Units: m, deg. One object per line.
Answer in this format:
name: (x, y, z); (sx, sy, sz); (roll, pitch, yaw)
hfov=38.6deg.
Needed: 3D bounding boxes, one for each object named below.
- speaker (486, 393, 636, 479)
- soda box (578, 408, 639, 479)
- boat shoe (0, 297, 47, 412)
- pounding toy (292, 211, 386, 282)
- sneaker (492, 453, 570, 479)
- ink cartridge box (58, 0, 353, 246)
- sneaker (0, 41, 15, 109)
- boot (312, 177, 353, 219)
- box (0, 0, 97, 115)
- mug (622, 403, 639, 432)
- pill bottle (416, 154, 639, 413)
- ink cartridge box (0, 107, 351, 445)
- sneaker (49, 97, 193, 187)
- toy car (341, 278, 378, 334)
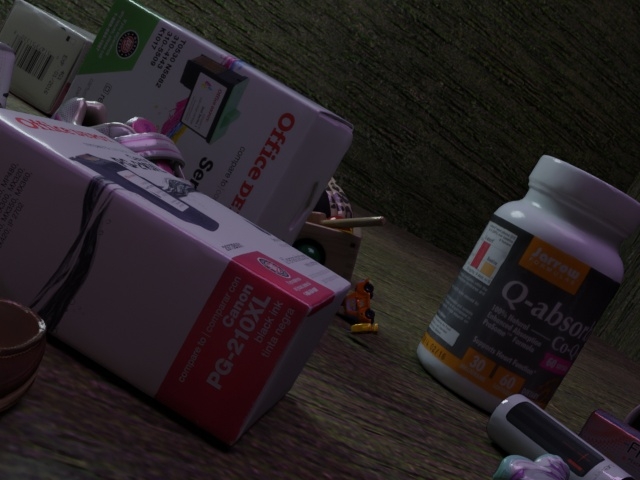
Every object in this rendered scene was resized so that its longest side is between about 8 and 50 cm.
speaker: (0.218, 0.199, 0.833); (0.055, 0.055, 0.136); (23, 10, -43)
soda box: (0.358, 0.254, 0.970); (0.183, 0.063, 0.058); (32, 7, 23)
boat shoe: (-0.165, 0.039, 0.380); (0.064, 0.060, 0.178); (31, 7, 14)
pounding toy: (0.000, 0.000, 1.072); (0.130, 0.100, 0.141); (14, 6, 0)
sneaker: (0.191, 0.208, 0.744); (0.098, 0.038, 0.069); (10, 20, -44)
ink cartridge box: (-0.136, -0.109, 1.000); (0.278, 0.201, 0.117); (32, 8, 18)
sneaker: (-0.366, -0.169, 0.745); (0.330, 0.146, 0.122); (30, 8, 21)
boot: (-0.134, -0.116, 1.329); (0.284, 0.138, 0.377); (20, 15, -48)
box: (-0.379, -0.260, 1.424); (0.149, 0.126, 0.232); (31, 7, 18)
mug: (0.425, 0.266, 1.123); (0.113, 0.150, 0.169); (-6, -9, 16)
pill bottle: (0.242, 0.055, 1.043); (0.162, 0.278, 0.162); (28, 7, -4)
ink cartridge box: (-0.114, 0.015, 0.604); (0.237, 0.100, 0.172); (30, 6, 7)
sneaker: (-0.163, -0.047, 0.806); (0.252, 0.111, 0.103); (31, 7, 15)
toy car: (0.042, 0.074, 1.032); (0.041, 0.060, 0.122); (-2, -1, 2)
